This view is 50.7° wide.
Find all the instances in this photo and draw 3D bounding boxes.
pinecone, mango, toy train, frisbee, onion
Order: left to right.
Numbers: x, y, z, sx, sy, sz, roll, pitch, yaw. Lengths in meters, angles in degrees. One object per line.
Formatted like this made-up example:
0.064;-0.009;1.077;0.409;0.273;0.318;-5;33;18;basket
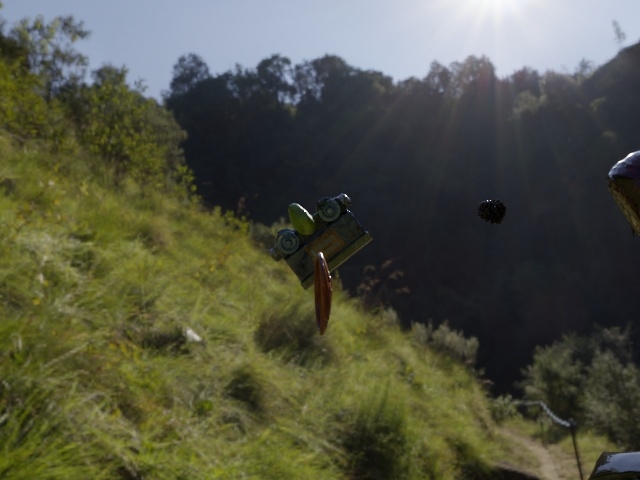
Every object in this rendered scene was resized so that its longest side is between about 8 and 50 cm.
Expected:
-0.054;-0.059;1.875;0.056;0.108;0.073;-33;-26;0;mango
0.000;0.000;2.088;0.300;0.202;0.131;-38;6;0;toy train
0.009;0.124;1.565;0.035;0.191;0.192;0;-13;-6;frisbee
0.504;-0.084;1.993;0.083;0.077;0.077;0;-15;-36;pinecone
0.742;-0.112;1.438;0.206;0.206;0.216;-32;-6;13;onion

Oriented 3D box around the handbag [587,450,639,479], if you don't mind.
0.631;0.468;1.151;0.113;0.257;0.285;-45;1;-28;handbag
